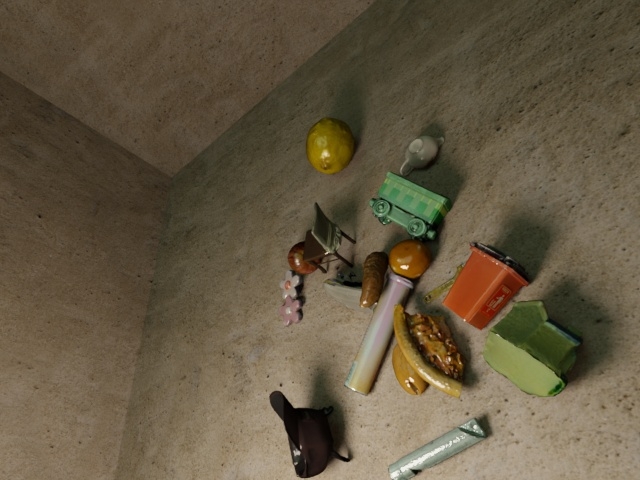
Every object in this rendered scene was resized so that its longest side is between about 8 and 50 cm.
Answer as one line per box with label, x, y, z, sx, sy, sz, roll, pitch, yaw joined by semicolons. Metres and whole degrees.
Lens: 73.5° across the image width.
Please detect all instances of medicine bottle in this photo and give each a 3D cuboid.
medicine bottle;0.207;0.332;1.528;0.108;0.108;0.426;13;75;49

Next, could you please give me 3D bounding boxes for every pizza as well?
pizza;0.347;0.332;1.361;0.182;0.074;0.365;-22;46;-2

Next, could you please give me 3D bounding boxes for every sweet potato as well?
sweet potato;0.201;0.106;1.584;0.092;0.114;0.341;9;32;13

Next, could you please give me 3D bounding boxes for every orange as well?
orange;0.328;0.071;1.568;0.156;0.124;0.156;-15;44;15

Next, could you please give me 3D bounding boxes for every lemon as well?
lemon;0.048;-0.469;2.131;0.260;0.260;0.284;-37;31;21

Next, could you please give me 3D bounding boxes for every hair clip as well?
hair clip;-0.131;0.260;1.948;0.146;0.075;0.257;-14;59;33

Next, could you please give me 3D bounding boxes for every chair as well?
chair;0.000;0.000;1.786;0.186;0.319;0.160;-14;54;34

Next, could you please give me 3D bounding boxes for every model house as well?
model house;0.585;0.284;1.153;0.189;0.195;0.214;-41;50;-20

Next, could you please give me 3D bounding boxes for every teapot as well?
teapot;0.418;-0.370;1.814;0.226;0.092;0.145;-45;39;17

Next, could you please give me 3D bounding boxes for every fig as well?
fig;-0.071;0.068;1.962;0.149;0.148;0.202;-12;25;7

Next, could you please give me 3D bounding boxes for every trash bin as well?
trash bin;0.494;0.139;1.329;0.239;0.161;0.184;-54;39;7

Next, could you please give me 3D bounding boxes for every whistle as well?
whistle;0.333;0.610;1.236;0.312;0.062;0.062;-40;42;18

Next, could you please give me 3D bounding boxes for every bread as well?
bread;0.290;0.412;1.409;0.114;0.077;0.189;-30;43;22

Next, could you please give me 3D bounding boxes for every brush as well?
brush;0.447;0.149;1.480;0.218;0.010;0.082;-37;43;21

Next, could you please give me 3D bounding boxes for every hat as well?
hat;-0.026;0.631;1.450;0.209;0.336;0.238;-20;17;-16

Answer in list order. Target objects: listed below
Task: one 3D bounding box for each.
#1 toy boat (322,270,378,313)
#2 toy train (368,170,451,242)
toy boat;0.121;0.196;1.685;0.269;0.141;0.141;27;84;53
toy train;0.338;-0.124;1.642;0.301;0.120;0.202;31;91;28
